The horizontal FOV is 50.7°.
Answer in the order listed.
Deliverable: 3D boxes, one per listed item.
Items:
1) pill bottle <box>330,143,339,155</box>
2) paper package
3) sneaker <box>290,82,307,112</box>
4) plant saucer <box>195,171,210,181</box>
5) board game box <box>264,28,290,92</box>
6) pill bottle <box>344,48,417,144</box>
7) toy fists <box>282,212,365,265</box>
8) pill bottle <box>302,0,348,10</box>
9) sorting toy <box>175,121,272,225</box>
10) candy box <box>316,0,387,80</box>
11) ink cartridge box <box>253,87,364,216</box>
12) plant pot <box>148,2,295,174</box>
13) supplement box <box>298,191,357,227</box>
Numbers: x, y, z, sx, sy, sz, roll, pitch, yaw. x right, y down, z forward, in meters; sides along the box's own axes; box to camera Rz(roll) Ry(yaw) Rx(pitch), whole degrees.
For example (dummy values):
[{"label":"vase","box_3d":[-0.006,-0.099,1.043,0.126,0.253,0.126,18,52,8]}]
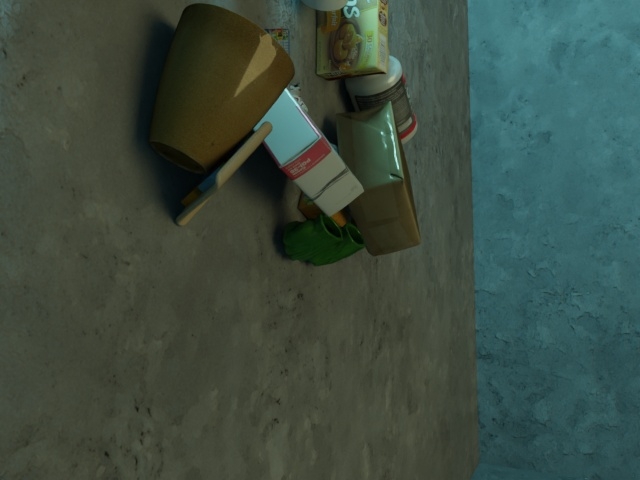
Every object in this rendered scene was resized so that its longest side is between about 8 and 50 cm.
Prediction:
[{"label":"pill bottle","box_3d":[0.010,-0.219,1.836,0.116,0.065,0.065,-55,137,-50]},{"label":"paper package","box_3d":[0.166,-0.173,1.931,0.325,0.168,0.309,62,20,-54]},{"label":"sneaker","box_3d":[-0.058,-0.369,1.725,0.098,0.038,0.069,29,65,-61]},{"label":"plant saucer","box_3d":[-0.205,-0.210,1.389,0.192,0.018,0.067,-57,143,-16]},{"label":"board game box","box_3d":[-0.128,-0.386,1.561,0.194,0.060,0.194,-33,119,-59]},{"label":"pill bottle","box_3d":[0.176,-0.447,2.041,0.318,0.176,0.176,64,37,-42]},{"label":"toy fists","box_3d":[0.000,0.000,1.743,0.279,0.142,0.096,16,47,-63]},{"label":"pill bottle","box_3d":[0.025,-0.720,1.650,0.283,0.161,0.161,102,8,-54]},{"label":"sorting toy","box_3d":[-0.192,-0.131,1.302,0.038,0.208,0.193,42,52,-10]},{"label":"candy box","box_3d":[0.087,-0.612,1.851,0.087,0.183,0.316,2,89,-64]},{"label":"ink cartridge box","box_3d":[-0.035,-0.204,1.568,0.207,0.117,0.283,56,7,31]},{"label":"plant pot","box_3d":[-0.209,-0.262,1.256,0.254,0.237,0.237,-64,147,-13]},{"label":"supplement box","box_3d":[0.026,-0.066,1.858,0.233,0.078,0.080,45,51,-56]}]
